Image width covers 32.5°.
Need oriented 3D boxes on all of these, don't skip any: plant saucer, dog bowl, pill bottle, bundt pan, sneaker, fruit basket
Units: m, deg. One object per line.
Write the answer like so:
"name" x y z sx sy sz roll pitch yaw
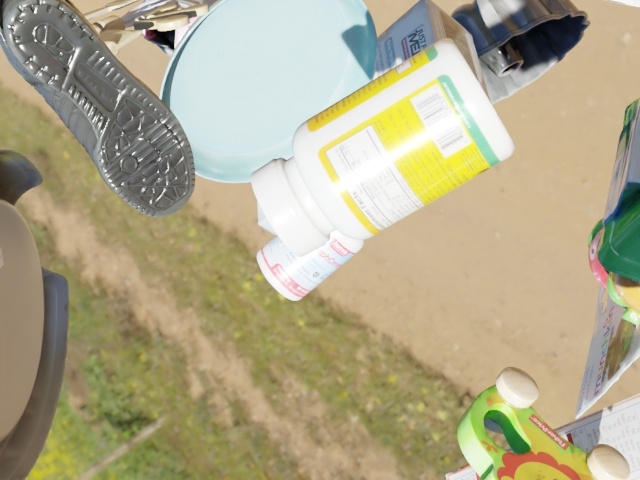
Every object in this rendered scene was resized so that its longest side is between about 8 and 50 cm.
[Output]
"plant saucer" -0.072 -0.214 1.442 0.043 0.318 0.317 52 158 39
"dog bowl" -0.359 0.081 1.106 0.349 0.102 0.348 0 -90 -84
"pill bottle" 0.000 0.000 1.445 0.087 0.160 0.087 45 -165 -16
"bundt pan" 0.319 -0.363 2.006 0.124 0.331 0.331 62 159 14
"sneaker" -0.131 -0.092 0.587 0.170 0.051 0.089 55 173 -34
"fruit basket" 0.360 -0.010 1.217 0.165 0.327 0.353 22 149 -3
"sneaker" -0.219 -0.327 1.624 0.319 0.131 0.112 23 114 53
"pill bottle" 0.050 -0.073 0.941 0.117 0.208 0.117 56 -169 -17

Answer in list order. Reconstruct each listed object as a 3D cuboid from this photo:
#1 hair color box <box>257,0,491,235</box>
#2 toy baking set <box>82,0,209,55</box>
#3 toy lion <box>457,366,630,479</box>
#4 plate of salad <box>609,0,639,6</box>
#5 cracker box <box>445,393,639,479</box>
"hair color box" 0.066 -0.165 1.626 0.114 0.374 0.185 31 -144 -32
"toy baking set" -0.233 -0.234 1.233 0.256 0.197 0.030 34 140 60
"toy lion" 0.110 0.122 0.561 0.100 0.096 0.034 41 124 15
"plate of salad" 0.156 -0.174 0.520 0.200 0.200 0.048 45 150 32
"cracker box" 0.213 0.167 0.657 0.155 0.232 0.067 54 -161 -30
